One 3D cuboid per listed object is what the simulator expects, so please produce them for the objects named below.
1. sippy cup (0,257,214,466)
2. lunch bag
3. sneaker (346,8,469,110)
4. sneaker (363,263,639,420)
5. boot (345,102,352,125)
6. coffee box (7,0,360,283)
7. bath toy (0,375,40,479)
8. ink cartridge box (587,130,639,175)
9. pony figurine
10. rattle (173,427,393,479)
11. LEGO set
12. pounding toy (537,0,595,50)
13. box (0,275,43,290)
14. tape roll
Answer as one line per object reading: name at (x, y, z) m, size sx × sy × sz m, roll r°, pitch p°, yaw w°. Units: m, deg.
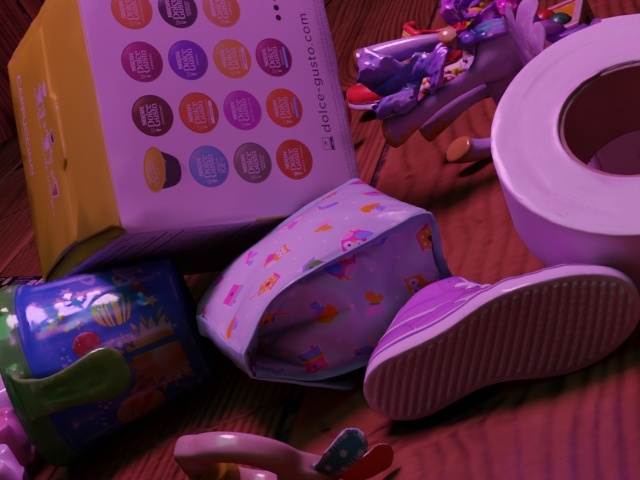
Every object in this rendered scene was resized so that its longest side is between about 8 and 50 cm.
sippy cup at (-0.258, 0.132, 1.424) m, size 0.224 × 0.240 × 0.305 m, roll -21°, pitch 43°, yaw -1°
lunch bag at (-0.003, 0.061, 1.293) m, size 0.262 × 0.160 × 0.223 m, roll -30°, pitch 20°, yaw -12°
sneaker at (0.161, -0.319, 2.003) m, size 0.279 × 0.118 × 0.107 m, roll -24°, pitch 21°, yaw 18°
sneaker at (0.175, 0.064, 1.118) m, size 0.282 × 0.102 × 0.161 m, roll -21°, pitch 19°, yaw 26°
boot at (-0.014, -0.109, 1.813) m, size 0.295 × 0.104 × 0.211 m, roll -43°, pitch 28°, yaw -16°
coffee box at (-0.192, -0.144, 1.512) m, size 0.334 × 0.338 × 0.338 m, roll -7°, pitch -10°, yaw -30°
bath toy at (-0.398, 0.287, 1.368) m, size 0.151 × 0.129 × 0.348 m, roll -19°, pitch 22°, yaw 2°
ink cartridge box at (0.318, -0.095, 1.281) m, size 0.056 × 0.099 × 0.135 m, roll -31°, pitch 19°, yaw -2°
pony figurine at (0.233, -0.241, 1.463) m, size 0.363 × 0.351 × 0.303 m, roll -20°, pitch 57°, yaw 26°
rattle at (-0.043, 0.246, 1.049) m, size 0.199 × 0.130 × 0.143 m, roll 4°, pitch 44°, yaw 15°
LEGO set at (0.208, -0.285, 1.839) m, size 0.287 × 0.132 × 0.107 m, roll -44°, pitch 15°, yaw 37°
pounding toy at (0.319, -0.296, 1.760) m, size 0.206 × 0.094 × 0.181 m, roll -20°, pitch 23°, yaw 27°
box at (-0.483, 0.114, 1.910) m, size 0.036 × 0.114 × 0.207 m, roll -43°, pitch 24°, yaw -31°
tape roll at (0.313, -0.089, 1.111) m, size 0.286 × 0.100 × 0.286 m, roll -13°, pitch 49°, yaw 15°
